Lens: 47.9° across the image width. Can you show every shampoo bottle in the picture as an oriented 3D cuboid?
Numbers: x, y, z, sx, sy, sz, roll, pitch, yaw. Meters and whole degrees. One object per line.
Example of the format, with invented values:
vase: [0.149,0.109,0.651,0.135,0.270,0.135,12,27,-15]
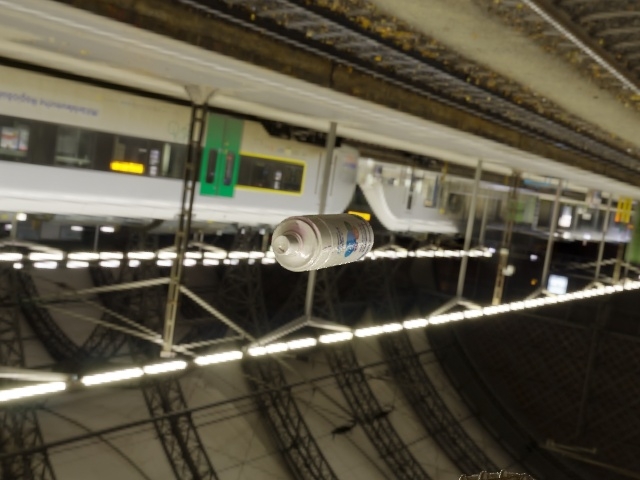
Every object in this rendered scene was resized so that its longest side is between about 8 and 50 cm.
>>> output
shampoo bottle: [0.000,0.000,1.196,0.092,0.092,0.303,10,-175,22]

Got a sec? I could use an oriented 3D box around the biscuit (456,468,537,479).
biscuit: [0.353,0.609,1.564,0.331,0.103,0.332,-17,-173,2]
